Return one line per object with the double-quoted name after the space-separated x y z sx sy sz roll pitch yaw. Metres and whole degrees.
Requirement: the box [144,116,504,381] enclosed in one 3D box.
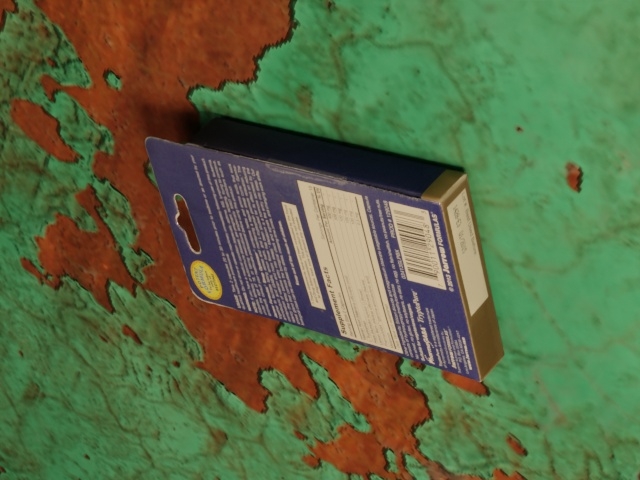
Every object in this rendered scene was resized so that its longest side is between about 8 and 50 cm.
0.000 0.000 1.203 0.225 0.036 0.136 14 135 34 "box"
